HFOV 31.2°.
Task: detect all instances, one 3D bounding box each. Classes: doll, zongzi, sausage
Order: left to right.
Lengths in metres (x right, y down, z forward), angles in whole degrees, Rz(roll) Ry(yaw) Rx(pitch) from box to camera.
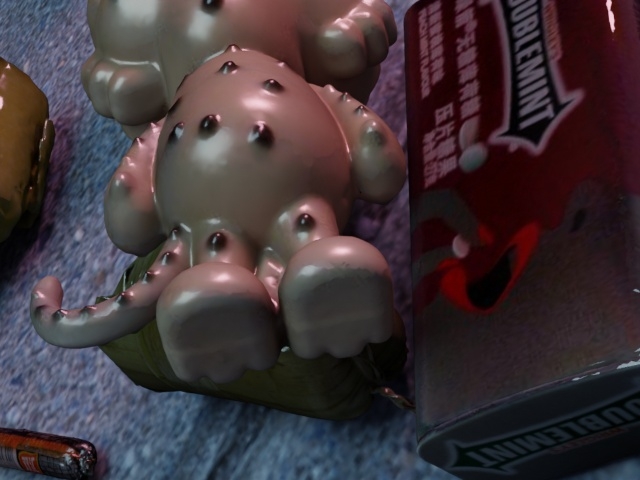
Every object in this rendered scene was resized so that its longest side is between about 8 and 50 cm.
[{"bbox_3d":[-0.192,0.128,0.700,0.198,0.025,0.028,-7,92,46],"label":"sausage"},{"bbox_3d":[-0.039,-0.052,0.508,0.154,0.119,0.278,-6,40,5],"label":"doll"},{"bbox_3d":[0.000,0.000,0.554,0.189,0.081,0.178,3,52,40],"label":"zongzi"}]

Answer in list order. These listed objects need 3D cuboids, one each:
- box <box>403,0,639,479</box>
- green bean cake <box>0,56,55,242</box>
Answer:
[{"bbox_3d":[0.093,-0.023,0.462,0.120,0.069,0.224,-25,47,35],"label":"box"},{"bbox_3d":[-0.378,-0.057,0.797,0.285,0.310,0.202,-28,45,36],"label":"green bean cake"}]
